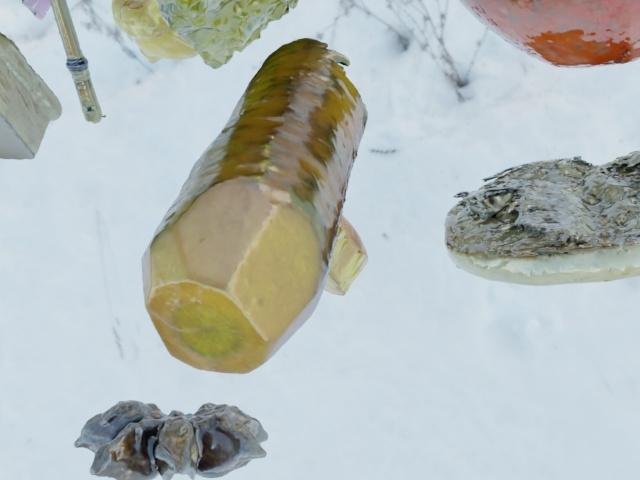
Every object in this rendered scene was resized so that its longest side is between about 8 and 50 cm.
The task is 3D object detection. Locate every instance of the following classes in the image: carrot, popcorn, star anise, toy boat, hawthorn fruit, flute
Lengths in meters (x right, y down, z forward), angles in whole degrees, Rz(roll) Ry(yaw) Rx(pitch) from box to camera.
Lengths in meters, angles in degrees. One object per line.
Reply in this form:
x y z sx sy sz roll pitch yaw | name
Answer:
-0.032 -0.038 0.635 0.114 0.114 0.302 -7 35 21 | carrot
-0.247 -0.466 1.725 0.297 0.316 0.281 -32 72 -29 | popcorn
-0.156 0.212 0.962 0.212 0.197 0.073 1 95 -8 | star anise
-0.296 -0.127 0.724 0.116 0.188 0.061 5 70 13 | toy boat
0.260 -0.275 0.848 0.275 0.307 0.276 -19 46 21 | hawthorn fruit
-0.276 -0.230 0.982 0.027 0.233 0.027 -5 37 4 | flute

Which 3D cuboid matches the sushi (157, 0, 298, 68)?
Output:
-0.126 -0.376 0.779 0.240 0.351 0.397 -31 88 6 | sushi

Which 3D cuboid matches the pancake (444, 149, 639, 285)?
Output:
0.337 -0.039 1.101 0.382 0.071 0.382 -9 20 3 | pancake

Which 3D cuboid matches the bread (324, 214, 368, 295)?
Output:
0.000 0.000 1.498 0.132 0.190 0.114 28 78 42 | bread

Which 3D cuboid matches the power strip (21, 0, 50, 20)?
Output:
-0.282 -0.387 1.126 0.279 0.037 0.109 -36 28 34 | power strip
